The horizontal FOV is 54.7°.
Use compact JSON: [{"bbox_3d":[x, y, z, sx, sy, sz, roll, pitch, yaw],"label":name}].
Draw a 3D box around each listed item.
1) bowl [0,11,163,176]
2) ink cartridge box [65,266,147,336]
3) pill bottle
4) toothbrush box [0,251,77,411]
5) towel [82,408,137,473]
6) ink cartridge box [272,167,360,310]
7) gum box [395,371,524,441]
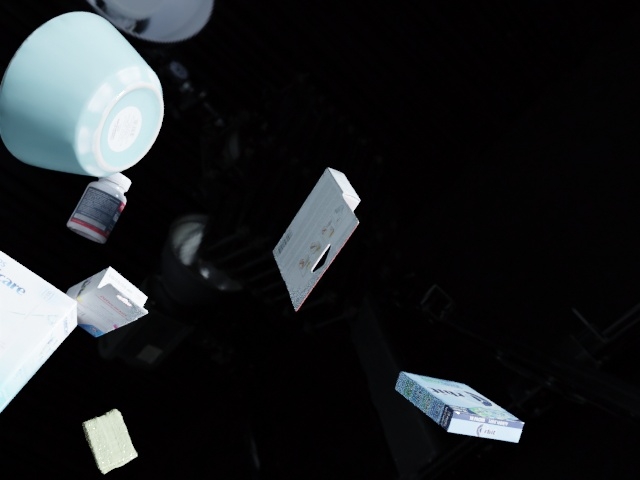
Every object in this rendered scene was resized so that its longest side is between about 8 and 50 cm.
[{"bbox_3d":[-0.412,-0.244,1.152,0.311,0.163,0.311,-56,165,-23],"label":"bowl"},{"bbox_3d":[-0.430,0.121,1.252,0.181,0.104,0.061,-23,-146,32],"label":"ink cartridge box"},{"bbox_3d":[-0.574,-0.093,1.623,0.108,0.108,0.180,1,-116,56],"label":"pill bottle"},{"bbox_3d":[-0.621,0.182,1.112,0.295,0.216,0.126,-56,-179,-34],"label":"toothbrush box"},{"bbox_3d":[-0.570,0.540,1.670,0.110,0.148,0.027,-16,163,-42],"label":"towel"},{"bbox_3d":[0.000,0.000,1.468,0.275,0.060,0.239,-56,-145,23],"label":"ink cartridge box"},{"bbox_3d":[0.250,0.303,1.137,0.184,0.157,0.041,22,-84,66],"label":"gum box"}]
